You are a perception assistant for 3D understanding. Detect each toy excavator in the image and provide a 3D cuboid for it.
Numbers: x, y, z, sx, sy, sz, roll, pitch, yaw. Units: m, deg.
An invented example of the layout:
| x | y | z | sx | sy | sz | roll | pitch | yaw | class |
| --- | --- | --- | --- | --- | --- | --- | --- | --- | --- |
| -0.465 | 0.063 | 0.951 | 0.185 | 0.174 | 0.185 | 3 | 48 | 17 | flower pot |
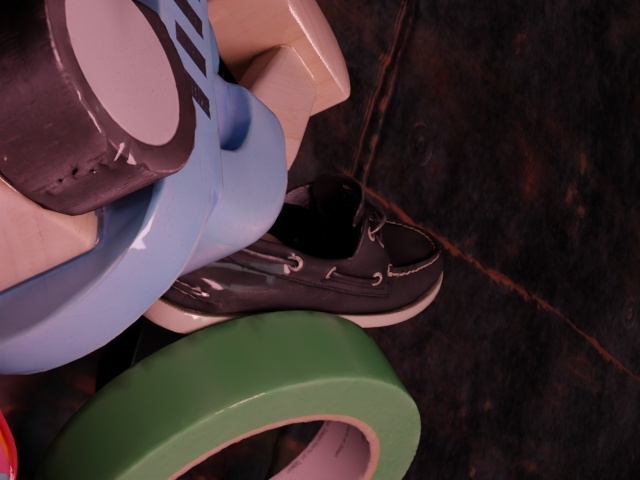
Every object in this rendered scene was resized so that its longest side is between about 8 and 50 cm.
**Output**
| x | y | z | sx | sy | sz | roll | pitch | yaw | class |
| --- | --- | --- | --- | --- | --- | --- | --- | --- | --- |
| -0.111 | -0.086 | 0.746 | 0.445 | 0.222 | 0.433 | 42 | 32 | -49 | toy excavator |

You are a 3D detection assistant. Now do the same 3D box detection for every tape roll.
| x | y | z | sx | sy | sz | roll | pitch | yaw | class |
| --- | --- | --- | --- | --- | --- | --- | --- | --- | --- |
| -0.073 | 0.195 | 0.974 | 0.321 | 0.077 | 0.321 | -21 | 143 | -17 | tape roll |

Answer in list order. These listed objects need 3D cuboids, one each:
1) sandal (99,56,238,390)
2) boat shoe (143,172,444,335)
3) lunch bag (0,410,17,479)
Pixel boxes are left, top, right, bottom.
| x | y | z | sx | sy | sz | roll | pitch | yaw | class |
| --- | --- | --- | --- | --- | --- | --- | --- | --- | --- |
| -0.092 | -0.016 | 1.040 | 0.167 | 0.107 | 0.446 | 3 | 93 | -52 | sandal |
| -0.003 | -0.002 | 0.987 | 0.340 | 0.127 | 0.113 | -1 | 121 | -40 | boat shoe |
| -0.300 | 0.091 | 0.683 | 0.258 | 0.120 | 0.293 | -53 | 133 | -52 | lunch bag |
